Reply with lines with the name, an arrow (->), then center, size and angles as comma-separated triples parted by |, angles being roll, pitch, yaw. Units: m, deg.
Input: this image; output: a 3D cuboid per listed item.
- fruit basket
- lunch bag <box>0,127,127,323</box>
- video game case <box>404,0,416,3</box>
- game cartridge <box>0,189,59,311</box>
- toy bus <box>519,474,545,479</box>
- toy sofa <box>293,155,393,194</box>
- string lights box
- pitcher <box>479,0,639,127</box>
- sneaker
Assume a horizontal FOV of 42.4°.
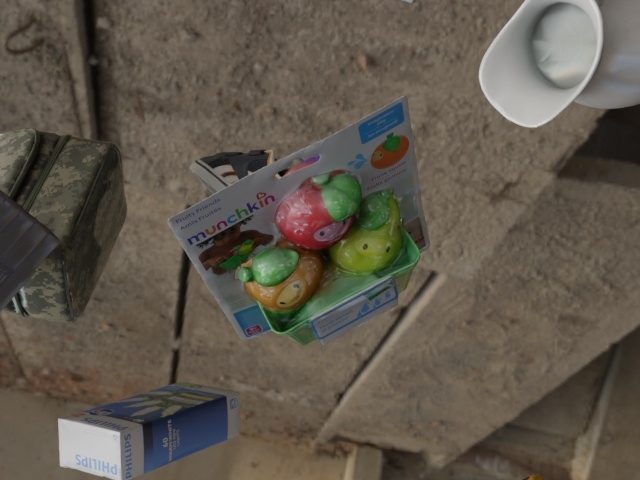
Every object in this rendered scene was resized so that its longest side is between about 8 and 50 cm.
fruit basket -> 0.000, 0.000, 1.107 | 0.327, 0.165, 0.353 | -28, 152, -6
lunch bag -> -0.489, -0.032, 1.369 | 0.255, 0.305, 0.213 | 10, 142, 3
video game case -> 0.048, -0.483, 1.097 | 0.269, 0.061, 0.244 | 23, 118, 6
game cartridge -> -0.525, 0.080, 1.080 | 0.068, 0.355, 0.230 | 36, 168, 20
toy bus -> 0.310, 0.443, 0.987 | 0.108, 0.130, 0.333 | -36, 93, 27
toy sofa -> -0.032, -0.107, 1.650 | 0.150, 0.177, 0.362 | 3, 162, -40
string lights box -> -0.255, 0.287, 1.265 | 0.133, 0.077, 0.259 | 2, -175, 33
pitcher -> 0.245, -0.188, 0.679 | 0.207, 0.125, 0.178 | -20, 149, -43
sneaker -> -0.118, -0.100, 1.503 | 0.321, 0.127, 0.126 | 35, 170, 47
